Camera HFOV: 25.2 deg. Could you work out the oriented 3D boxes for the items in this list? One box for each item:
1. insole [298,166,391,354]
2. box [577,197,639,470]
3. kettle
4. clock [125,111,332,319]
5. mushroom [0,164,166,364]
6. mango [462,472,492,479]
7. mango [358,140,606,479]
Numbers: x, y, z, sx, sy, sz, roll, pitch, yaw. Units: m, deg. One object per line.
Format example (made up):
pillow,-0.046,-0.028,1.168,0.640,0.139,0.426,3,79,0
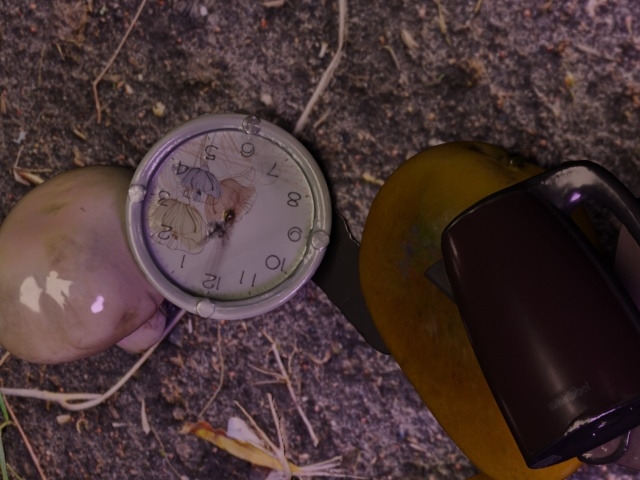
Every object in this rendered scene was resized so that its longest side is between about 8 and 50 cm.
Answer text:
insole,0.000,0.000,1.655,0.322,0.007,0.109,48,120,16
box,0.362,0.093,1.342,0.153,0.188,0.252,16,104,32
kettle,0.212,0.054,1.253,0.202,0.144,0.232,-33,69,19
clock,-0.104,-0.029,1.642,0.236,0.053,0.237,0,94,-1
mushroom,-0.276,0.045,1.731,0.260,0.234,0.254,-30,39,1
mango,0.182,0.311,1.549,0.165,0.089,0.115,-34,71,29
mango,0.173,0.076,1.447,0.253,0.182,0.365,-18,84,36
